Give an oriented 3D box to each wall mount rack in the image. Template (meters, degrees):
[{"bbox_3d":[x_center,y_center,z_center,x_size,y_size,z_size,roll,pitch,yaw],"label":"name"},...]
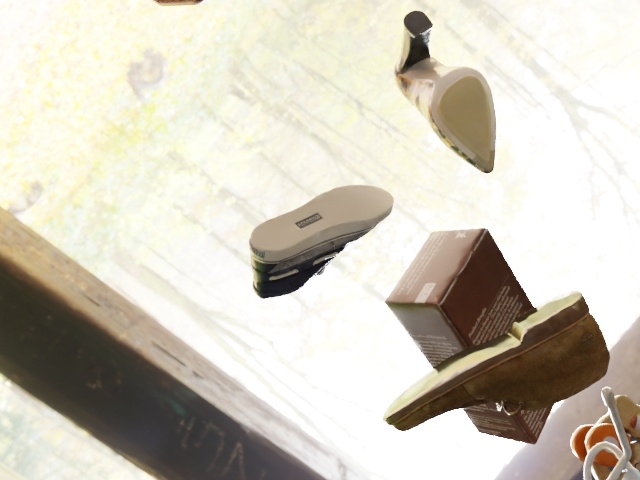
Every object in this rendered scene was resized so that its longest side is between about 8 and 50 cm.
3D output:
[{"bbox_3d":[0.471,0.411,1.068,0.350,0.130,0.304,-111,-148,-59],"label":"wall mount rack"}]

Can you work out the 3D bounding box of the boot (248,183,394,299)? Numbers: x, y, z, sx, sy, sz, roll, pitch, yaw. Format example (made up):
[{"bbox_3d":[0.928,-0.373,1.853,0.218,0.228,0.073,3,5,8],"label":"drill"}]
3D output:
[{"bbox_3d":[0.000,0.000,0.831,0.190,0.069,0.086,-20,139,-24],"label":"boot"}]

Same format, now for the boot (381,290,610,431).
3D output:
[{"bbox_3d":[0.226,0.189,0.917,0.305,0.115,0.112,-30,-176,10],"label":"boot"}]

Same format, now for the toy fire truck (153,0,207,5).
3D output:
[{"bbox_3d":[-0.207,-0.429,0.899,0.169,0.254,0.302,-38,153,-29],"label":"toy fire truck"}]

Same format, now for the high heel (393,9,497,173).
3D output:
[{"bbox_3d":[0.185,-0.186,1.043,0.093,0.261,0.186,-22,163,-3],"label":"high heel"}]

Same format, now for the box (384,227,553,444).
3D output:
[{"bbox_3d":[0.299,0.179,1.307,0.143,0.381,0.191,-2,-139,48],"label":"box"}]

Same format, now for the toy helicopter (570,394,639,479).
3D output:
[{"bbox_3d":[0.716,0.396,1.469,0.355,0.235,0.140,-43,166,-9],"label":"toy helicopter"}]
